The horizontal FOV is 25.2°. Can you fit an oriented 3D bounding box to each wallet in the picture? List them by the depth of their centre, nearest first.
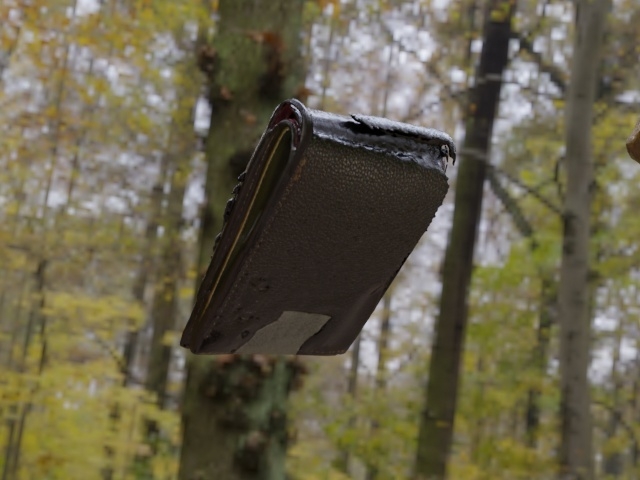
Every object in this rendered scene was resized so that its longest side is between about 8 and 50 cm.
[{"bbox_3d":[0.000,0.000,1.357,0.221,0.262,0.071,4,29,-49],"label":"wallet"}]

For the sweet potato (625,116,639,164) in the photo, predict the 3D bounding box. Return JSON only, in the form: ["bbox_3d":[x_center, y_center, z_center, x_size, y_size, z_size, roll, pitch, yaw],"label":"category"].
[{"bbox_3d":[0.284,0.077,0.713,0.385,0.109,0.109,52,-19,1],"label":"sweet potato"}]
